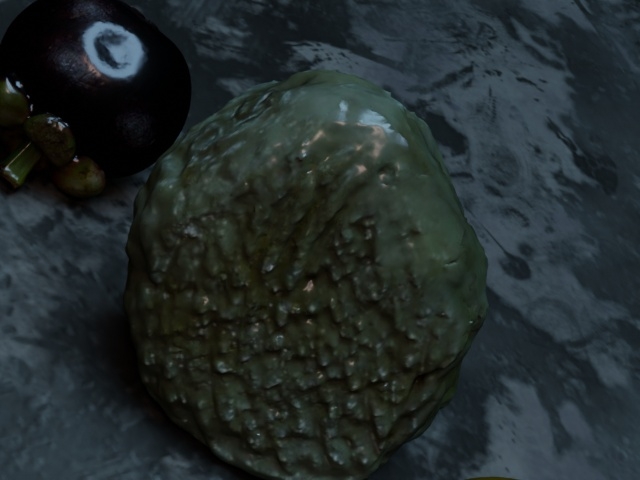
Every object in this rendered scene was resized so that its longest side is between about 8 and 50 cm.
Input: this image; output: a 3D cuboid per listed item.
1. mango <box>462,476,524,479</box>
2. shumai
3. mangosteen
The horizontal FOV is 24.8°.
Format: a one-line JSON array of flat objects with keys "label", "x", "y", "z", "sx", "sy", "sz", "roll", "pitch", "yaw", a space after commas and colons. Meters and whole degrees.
[{"label": "mango", "x": 0.108, "y": 0.230, "z": 0.788, "sx": 0.211, "sy": 0.173, "sz": 0.317, "roll": 46, "pitch": 30, "yaw": 19}, {"label": "shumai", "x": 0.000, "y": 0.000, "z": 0.923, "sx": 0.225, "sy": 0.260, "sz": 0.222, "roll": 2, "pitch": 30, "yaw": 11}, {"label": "mangosteen", "x": -0.167, "y": -0.095, "z": 0.996, "sx": 0.137, "sy": 0.137, "sz": 0.151, "roll": 39, "pitch": 70, "yaw": 6}]
